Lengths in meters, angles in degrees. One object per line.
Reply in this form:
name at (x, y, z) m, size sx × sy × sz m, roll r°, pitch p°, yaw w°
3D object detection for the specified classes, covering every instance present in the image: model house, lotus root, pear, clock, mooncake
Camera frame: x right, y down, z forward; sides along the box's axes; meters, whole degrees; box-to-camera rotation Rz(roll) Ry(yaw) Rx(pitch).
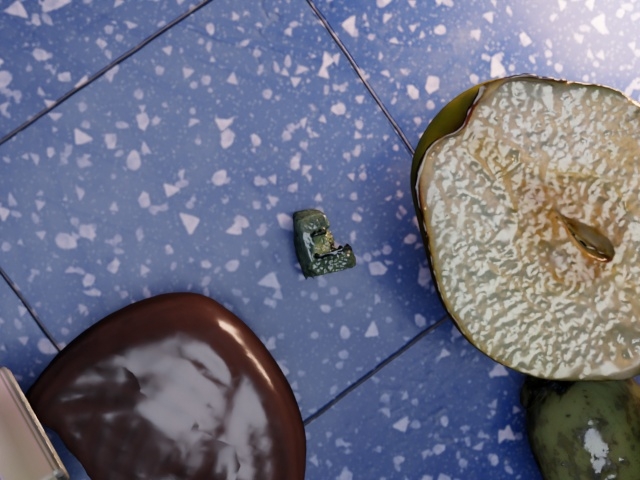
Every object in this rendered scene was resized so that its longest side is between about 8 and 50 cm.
model house at (0.000, 0.000, 1.284) m, size 0.066 × 0.079 × 0.083 m, roll -16°, pitch 93°, yaw -10°
lotus root at (0.364, 0.291, 1.318) m, size 0.173 × 0.173 × 0.309 m, roll -28°, pitch 98°, yaw -7°
pear at (0.272, -0.018, 1.270) m, size 0.386 × 0.191 × 0.340 m, roll 45°, pitch 88°, yaw -8°
clock at (-0.340, 0.234, 1.160) m, size 0.071 × 0.192 × 0.147 m, roll -28°, pitch 75°, yaw -21°
mooncake at (-0.177, 0.221, 1.217) m, size 0.333 × 0.174 × 0.326 m, roll 9°, pitch 92°, yaw -10°
